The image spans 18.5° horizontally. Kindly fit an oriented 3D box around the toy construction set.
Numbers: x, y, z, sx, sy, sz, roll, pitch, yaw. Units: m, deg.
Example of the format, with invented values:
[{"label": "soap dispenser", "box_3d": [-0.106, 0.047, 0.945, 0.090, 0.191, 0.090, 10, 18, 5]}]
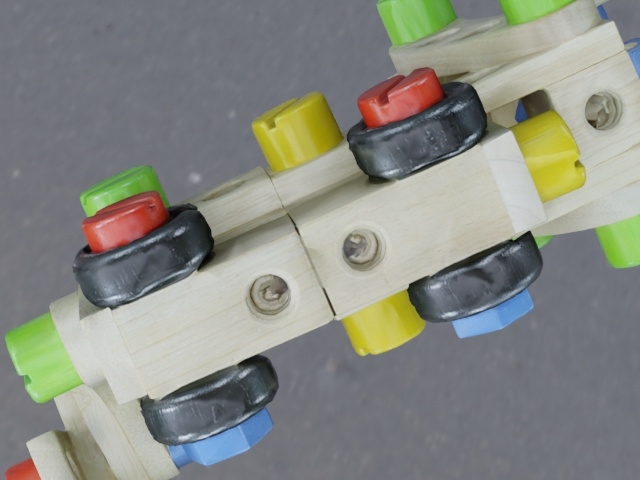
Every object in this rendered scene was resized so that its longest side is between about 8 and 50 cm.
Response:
[{"label": "toy construction set", "box_3d": [0.000, 0.000, 0.752, 0.327, 0.215, 0.151, -39, 102, 1]}]
